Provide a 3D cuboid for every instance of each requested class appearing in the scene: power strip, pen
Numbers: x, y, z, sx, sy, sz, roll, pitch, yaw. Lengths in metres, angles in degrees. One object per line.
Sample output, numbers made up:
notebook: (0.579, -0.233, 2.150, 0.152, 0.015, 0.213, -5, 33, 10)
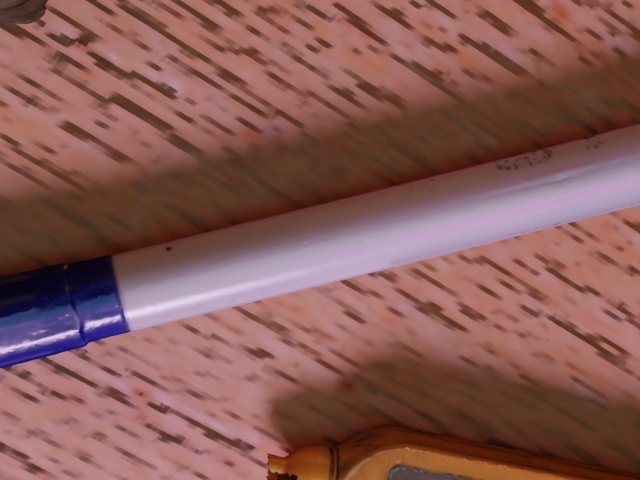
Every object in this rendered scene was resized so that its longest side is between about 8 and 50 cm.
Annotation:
power strip: (0.063, 0.104, 0.508, 0.178, 0.028, 0.049, 13, 103, -13)
pen: (0.000, 0.001, 0.468, 0.269, 0.033, 0.033, -14, 107, -6)

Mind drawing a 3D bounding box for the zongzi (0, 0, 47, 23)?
zongzi: (-0.151, -0.169, 0.379, 0.178, 0.081, 0.189, 12, 97, -2)
